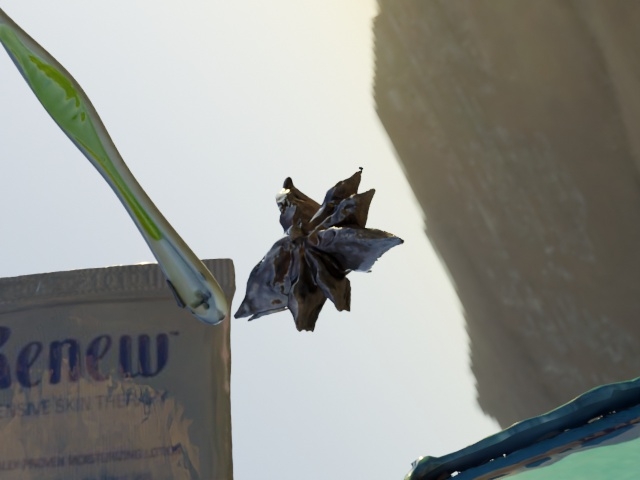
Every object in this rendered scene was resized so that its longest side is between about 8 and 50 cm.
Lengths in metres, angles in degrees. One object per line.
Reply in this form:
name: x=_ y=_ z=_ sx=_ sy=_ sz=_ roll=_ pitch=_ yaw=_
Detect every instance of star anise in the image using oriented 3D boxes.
star anise: x=0.007 y=0.003 z=0.925 sx=0.056 sy=0.129 sz=0.124 roll=36 pitch=-115 yaw=-39

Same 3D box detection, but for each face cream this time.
face cream: x=-0.163 y=0.211 z=0.968 sx=0.137 sy=0.235 sz=0.420 roll=82 pitch=-177 yaw=-63

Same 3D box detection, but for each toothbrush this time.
toothbrush: x=-0.126 y=-0.065 z=0.696 sx=0.263 sy=0.022 sz=0.026 roll=54 pitch=-168 yaw=12

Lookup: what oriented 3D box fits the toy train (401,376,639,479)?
toy train: x=0.168 y=0.123 z=0.373 sx=0.265 sy=0.300 sz=0.188 roll=-163 pitch=58 yaw=-69
